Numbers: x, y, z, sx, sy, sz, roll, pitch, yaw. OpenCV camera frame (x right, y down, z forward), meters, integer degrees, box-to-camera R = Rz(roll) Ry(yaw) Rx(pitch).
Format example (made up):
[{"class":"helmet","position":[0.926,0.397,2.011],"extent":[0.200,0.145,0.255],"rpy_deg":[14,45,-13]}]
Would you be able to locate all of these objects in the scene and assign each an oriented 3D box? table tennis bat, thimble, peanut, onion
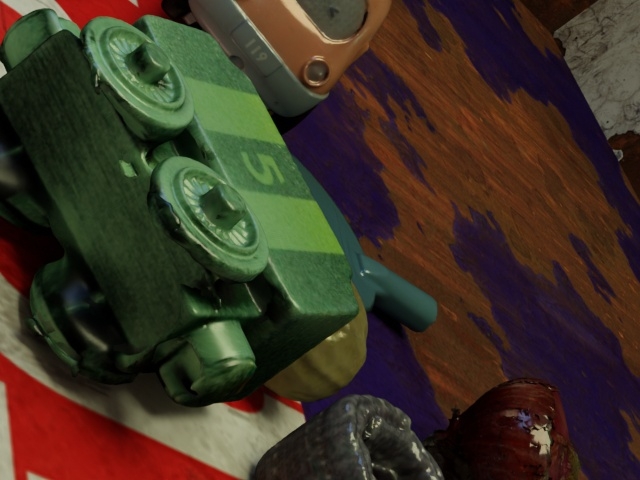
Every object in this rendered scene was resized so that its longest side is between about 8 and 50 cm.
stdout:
[{"class":"table tennis bat","position":[0.000,0.000,1.353],"extent":[0.329,0.044,0.215],"rpy_deg":[37,26,-36]},{"class":"thimble","position":[0.028,0.194,1.022],"extent":[0.150,0.097,0.150],"rpy_deg":[46,23,-25]},{"class":"peanut","position":[-0.048,0.007,1.130],"extent":[0.275,0.111,0.125],"rpy_deg":[62,17,17]},{"class":"onion","position":[0.165,0.211,1.271],"extent":[0.184,0.147,0.184],"rpy_deg":[10,90,-73]}]

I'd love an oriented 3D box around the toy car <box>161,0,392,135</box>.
[{"class":"toy car","position":[-0.025,-0.248,1.400],"extent":[0.180,0.212,0.270],"rpy_deg":[50,8,-15]}]

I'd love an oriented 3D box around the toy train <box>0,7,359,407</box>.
[{"class":"toy train","position":[-0.105,-0.026,0.956],"extent":[0.238,0.167,0.299],"rpy_deg":[4,54,-59]}]
